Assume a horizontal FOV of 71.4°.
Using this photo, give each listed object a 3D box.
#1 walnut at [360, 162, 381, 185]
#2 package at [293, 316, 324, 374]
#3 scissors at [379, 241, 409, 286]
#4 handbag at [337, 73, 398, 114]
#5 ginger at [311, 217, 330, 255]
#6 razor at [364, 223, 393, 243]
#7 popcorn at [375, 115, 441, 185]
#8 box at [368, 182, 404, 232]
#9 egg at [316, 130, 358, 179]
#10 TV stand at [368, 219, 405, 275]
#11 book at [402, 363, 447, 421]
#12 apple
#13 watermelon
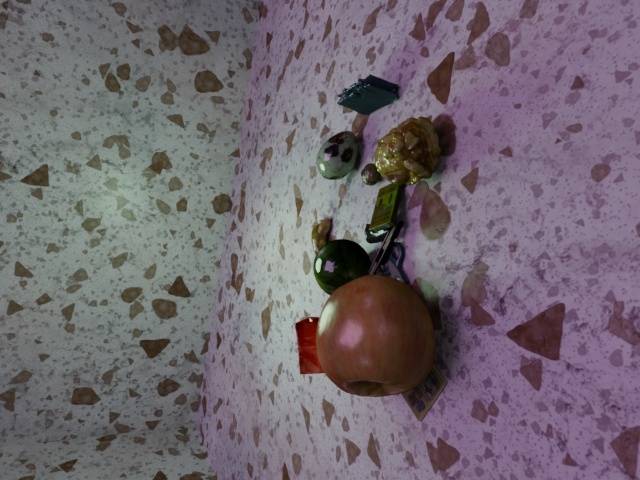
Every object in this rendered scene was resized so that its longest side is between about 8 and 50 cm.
[{"bbox_3d":[0.204,-0.267,1.805,0.092,0.092,0.092,-18,69,58],"label":"walnut"},{"bbox_3d":[0.050,0.380,1.688,0.123,0.424,0.195,-10,80,29],"label":"package"},{"bbox_3d":[0.287,0.135,1.615,0.138,0.041,0.289,-51,41,32],"label":"scissors"},{"bbox_3d":[0.186,-0.586,1.798,0.229,0.179,0.062,-8,77,58],"label":"handbag"},{"bbox_3d":[-0.008,-0.006,2.123,0.115,0.081,0.205,3,77,29],"label":"ginger"},{"bbox_3d":[0.234,-0.040,1.728,0.148,0.054,0.090,-27,58,52],"label":"razor"},{"bbox_3d":[0.300,-0.294,1.510,0.259,0.212,0.259,-37,18,14],"label":"popcorn"},{"bbox_3d":[0.249,-0.129,1.676,0.121,0.030,0.193,-22,44,53],"label":"box"},{"bbox_3d":[0.079,-0.374,1.957,0.231,0.169,0.169,-57,37,16],"label":"egg"},{"bbox_3d":[0.245,0.035,1.654,0.249,0.036,0.042,-66,24,17],"label":"TV stand"},{"bbox_3d":[0.333,0.479,1.499,0.168,0.013,0.192,56,132,48],"label":"book"},{"bbox_3d":[0.172,0.300,1.419,0.391,0.392,0.346,-41,41,50],"label":"apple"},{"bbox_3d":[0.088,0.111,1.774,0.242,0.242,0.242,-18,69,58],"label":"watermelon"}]
